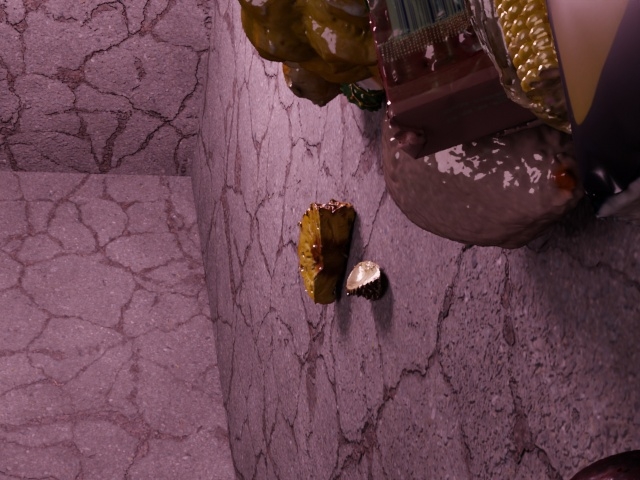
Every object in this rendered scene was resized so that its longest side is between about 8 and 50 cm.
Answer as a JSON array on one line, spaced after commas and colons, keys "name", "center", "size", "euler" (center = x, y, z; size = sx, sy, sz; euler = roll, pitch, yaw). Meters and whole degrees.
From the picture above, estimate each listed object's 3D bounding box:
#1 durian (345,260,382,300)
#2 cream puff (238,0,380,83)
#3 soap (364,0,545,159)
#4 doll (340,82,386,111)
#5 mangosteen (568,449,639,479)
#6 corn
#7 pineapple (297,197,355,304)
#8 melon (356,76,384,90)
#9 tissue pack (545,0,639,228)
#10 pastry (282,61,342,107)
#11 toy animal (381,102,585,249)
[{"name": "durian", "center": [0.071, 0.069, 1.492], "size": [0.130, 0.052, 0.066], "euler": [-159, 73, -73]}, {"name": "cream puff", "center": [0.069, -0.303, 1.071], "size": [0.291, 0.324, 0.257], "euler": [72, 172, -58]}, {"name": "soap", "center": [0.173, -0.195, 0.779], "size": [0.098, 0.273, 0.218], "euler": [43, -147, -58]}, {"name": "doll", "center": [0.098, -0.264, 1.432], "size": [0.113, 0.076, 0.078], "euler": [-37, 36, 28]}, {"name": "mangosteen", "center": [0.222, 0.263, 0.607], "size": [0.235, 0.261, 0.236], "euler": [180, 90, -76]}, {"name": "corn", "center": [0.182, -0.225, 0.670], "size": [0.122, 0.123, 0.306], "euler": [123, 143, -63]}, {"name": "pineapple", "center": [0.001, 0.000, 1.686], "size": [0.135, 0.079, 0.233], "euler": [-110, 26, -55]}, {"name": "melon", "center": [0.059, -0.310, 1.300], "size": [0.093, 0.139, 0.203], "euler": [-123, 38, -50]}, {"name": "tissue pack", "center": [0.268, -0.241, 0.487], "size": [0.264, 0.253, 0.417], "euler": [128, 141, -64]}, {"name": "pastry", "center": [-0.012, -0.372, 1.532], "size": [0.236, 0.120, 0.257], "euler": [60, -141, -65]}, {"name": "toy animal", "center": [0.168, -0.111, 0.931], "size": [0.358, 0.188, 0.227], "euler": [-153, 66, -64]}]
